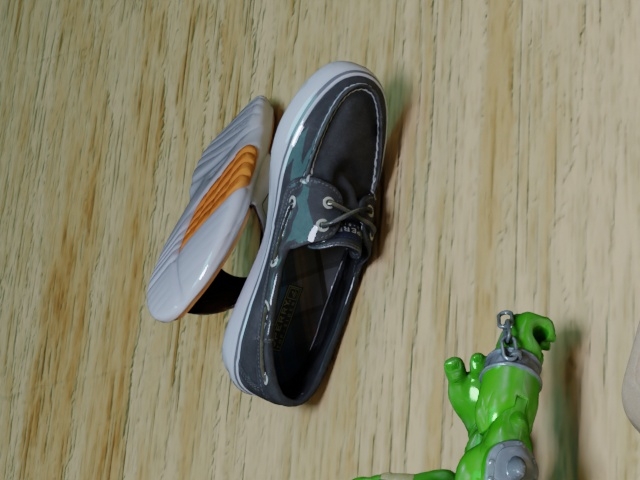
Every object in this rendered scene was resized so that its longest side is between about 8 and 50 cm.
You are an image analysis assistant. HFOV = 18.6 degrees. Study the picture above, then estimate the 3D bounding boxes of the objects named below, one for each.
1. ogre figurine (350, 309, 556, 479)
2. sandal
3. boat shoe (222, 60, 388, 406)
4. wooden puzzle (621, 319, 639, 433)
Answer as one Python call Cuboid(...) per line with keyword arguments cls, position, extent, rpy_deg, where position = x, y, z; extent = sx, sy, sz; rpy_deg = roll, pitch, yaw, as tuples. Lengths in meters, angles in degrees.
Cuboid(cls="ogre figurine", position=(0.070, 0.140, 1.026), extent=(0.197, 0.097, 0.118), rpy_deg=(-42, 17, 18))
Cuboid(cls="sandal", position=(-0.049, -0.019, 1.375), extent=(0.102, 0.076, 0.265), rpy_deg=(-45, 15, 28))
Cuboid(cls="boat shoe", position=(0.000, 0.000, 1.258), extent=(0.076, 0.080, 0.228), rpy_deg=(29, 99, 56))
Cuboid(cls="wooden puzzle", position=(0.203, 0.018, 0.748), extent=(0.221, 0.044, 0.239), rpy_deg=(-133, 46, -59))
